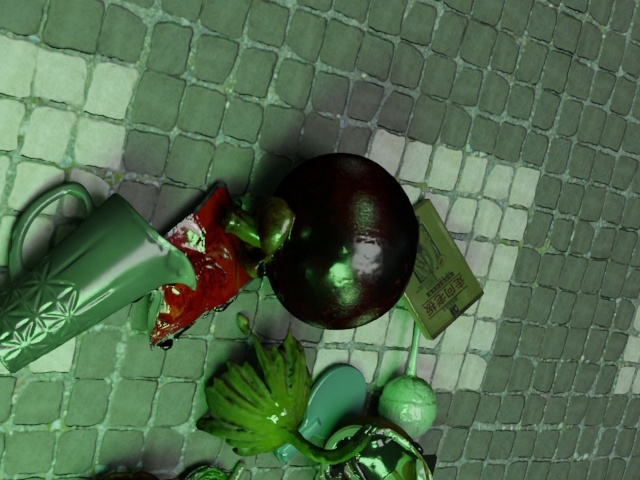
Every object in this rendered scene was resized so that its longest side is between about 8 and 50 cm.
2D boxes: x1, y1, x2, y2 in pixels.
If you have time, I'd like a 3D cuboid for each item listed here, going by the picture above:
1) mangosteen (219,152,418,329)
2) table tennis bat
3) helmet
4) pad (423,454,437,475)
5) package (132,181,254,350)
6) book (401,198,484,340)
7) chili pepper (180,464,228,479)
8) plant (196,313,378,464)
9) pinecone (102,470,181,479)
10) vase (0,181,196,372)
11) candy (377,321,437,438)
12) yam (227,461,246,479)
[{"bbox_3d":[0.019,0.000,1.751,0.293,0.297,0.297,13,96,-53],"label":"mangosteen"},{"bbox_3d":[0.001,0.335,2.015,0.237,0.038,0.149,-42,132,-25],"label":"table tennis bat"},{"bbox_3d":[0.107,0.430,2.027,0.224,0.130,0.198,42,105,-10],"label":"helmet"},{"bbox_3d":[0.183,0.509,2.240,0.157,0.003,0.112,8,100,-40],"label":"pad"},{"bbox_3d":[-0.207,0.052,1.731,0.269,0.071,0.194,-39,132,-27],"label":"package"},{"bbox_3d":[0.208,0.056,2.046,0.161,0.026,0.231,-38,105,-24],"label":"book"},{"bbox_3d":[-0.212,0.421,1.873,0.118,0.035,0.055,-7,122,-48],"label":"chili pepper"},{"bbox_3d":[-0.079,0.304,1.761,0.180,0.333,0.251,17,106,-26],"label":"plant"},{"bbox_3d":[-0.298,0.504,1.684,0.244,0.309,0.244,-1,105,-4],"label":"pinecone"},{"bbox_3d":[-0.369,0.056,1.559,0.301,0.156,0.251,-38,96,-15],"label":"vase"},{"bbox_3d":[0.191,0.177,2.087,0.119,0.119,0.440,4,95,-40],"label":"candy"},{"bbox_3d":[-0.170,0.456,1.923,0.021,0.021,0.116,36,80,-40],"label":"yam"}]
